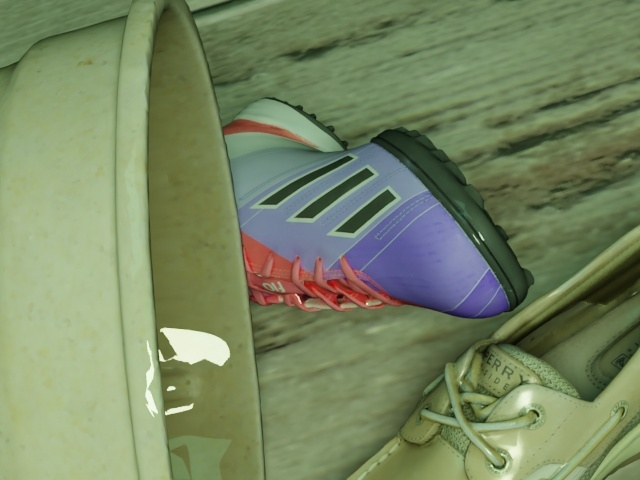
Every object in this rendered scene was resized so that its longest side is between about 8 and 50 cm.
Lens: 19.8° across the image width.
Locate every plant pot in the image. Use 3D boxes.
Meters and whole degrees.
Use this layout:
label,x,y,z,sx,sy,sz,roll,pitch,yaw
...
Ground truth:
label,x,y,z,sx,sy,sz,roll,pitch,yaw
plant pot,-0.196,0.069,0.818,0.305,0.334,0.334,-6,41,3

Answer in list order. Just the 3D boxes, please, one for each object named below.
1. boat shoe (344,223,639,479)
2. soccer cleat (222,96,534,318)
label,x,y,z,sx,sy,sz,roll,pitch,yaw
boat shoe,0.091,0.090,0.899,0.302,0.098,0.109,-34,43,-19
soccer cleat,0.000,0.000,0.993,0.116,0.108,0.318,-37,25,-14
